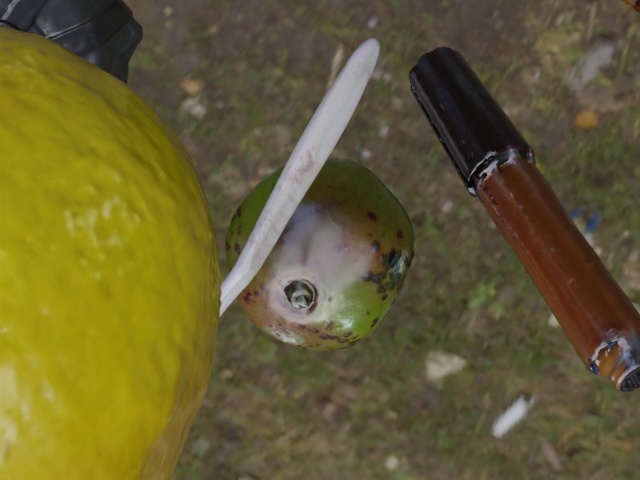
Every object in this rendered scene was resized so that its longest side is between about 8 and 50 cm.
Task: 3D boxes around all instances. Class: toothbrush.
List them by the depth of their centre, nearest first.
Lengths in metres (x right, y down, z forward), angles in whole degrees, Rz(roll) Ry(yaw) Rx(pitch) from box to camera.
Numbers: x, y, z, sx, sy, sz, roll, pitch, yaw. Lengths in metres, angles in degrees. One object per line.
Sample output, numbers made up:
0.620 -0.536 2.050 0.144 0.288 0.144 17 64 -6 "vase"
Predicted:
-0.033 -0.003 1.049 0.029 0.307 0.025 17 160 38 "toothbrush"

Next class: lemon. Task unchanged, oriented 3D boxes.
-0.157 0.044 0.651 0.233 0.288 0.233 18 159 7 "lemon"

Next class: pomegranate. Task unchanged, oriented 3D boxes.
0.000 0.000 1.373 0.159 0.205 0.159 1 124 1 "pomegranate"

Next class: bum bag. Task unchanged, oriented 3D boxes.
-0.182 -0.156 1.056 0.049 0.087 0.198 31 166 45 "bum bag"

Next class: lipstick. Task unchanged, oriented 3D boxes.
0.199 -0.027 1.597 0.418 0.077 0.077 61 144 34 "lipstick"

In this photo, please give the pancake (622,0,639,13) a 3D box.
0.279 -0.322 1.151 0.356 0.065 0.356 12 114 29 "pancake"
